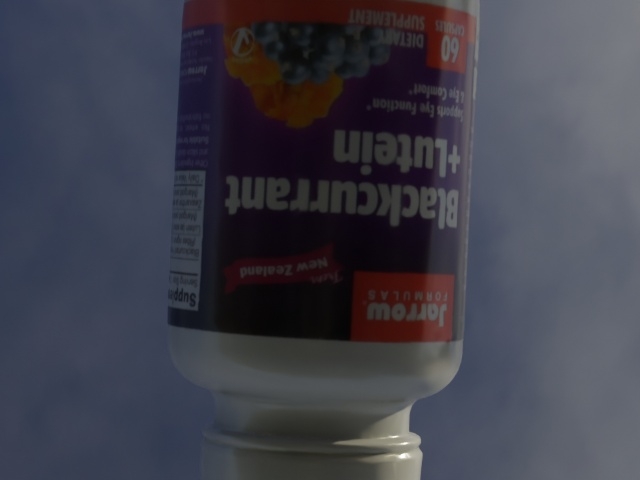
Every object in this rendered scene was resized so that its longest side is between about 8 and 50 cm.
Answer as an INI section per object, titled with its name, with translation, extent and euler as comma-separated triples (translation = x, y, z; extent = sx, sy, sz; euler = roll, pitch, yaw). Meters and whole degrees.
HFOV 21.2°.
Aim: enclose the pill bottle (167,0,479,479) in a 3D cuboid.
[pill bottle]
translation = 0.000, 0.000, 0.616
extent = 0.108, 0.108, 0.194
euler = 2, -90, -5
